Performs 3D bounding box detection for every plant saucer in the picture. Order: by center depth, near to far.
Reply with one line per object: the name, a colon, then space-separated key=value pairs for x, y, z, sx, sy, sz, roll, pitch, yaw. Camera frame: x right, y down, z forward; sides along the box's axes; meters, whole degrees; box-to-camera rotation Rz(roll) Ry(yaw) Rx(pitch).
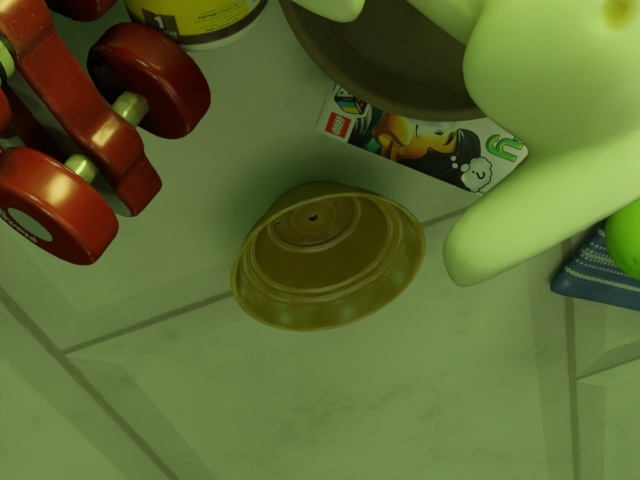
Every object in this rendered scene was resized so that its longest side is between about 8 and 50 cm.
plant saucer: x=0.097 y=-0.229 z=0.609 sx=0.278 sy=0.041 sz=0.278 roll=5 pitch=117 yaw=11

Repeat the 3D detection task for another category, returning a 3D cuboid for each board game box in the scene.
board game box: x=0.135 y=-0.197 z=0.672 sx=0.193 sy=0.053 sz=0.305 roll=21 pitch=119 yaw=0

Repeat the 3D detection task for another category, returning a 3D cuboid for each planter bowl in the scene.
planter bowl: x=0.000 y=0.000 z=0.893 sx=0.217 sy=0.090 sz=0.217 roll=-10 pitch=136 yaw=-9

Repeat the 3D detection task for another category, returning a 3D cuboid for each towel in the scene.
towel: x=0.489 y=-0.028 z=1.072 sx=0.243 sy=0.040 sz=0.336 roll=12 pitch=128 yaw=-25

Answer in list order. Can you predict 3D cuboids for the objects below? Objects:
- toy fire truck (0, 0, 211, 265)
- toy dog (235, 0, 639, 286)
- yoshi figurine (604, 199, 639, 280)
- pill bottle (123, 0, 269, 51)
toy fire truck: x=-0.252 y=-0.128 z=0.596 sx=0.254 sy=0.169 sz=0.302 roll=14 pitch=152 yaw=33
toy dog: x=0.094 y=-0.239 z=0.408 sx=0.408 sy=0.284 sz=0.395 roll=51 pitch=140 yaw=-3
yoshi figurine: x=0.461 y=-0.018 z=0.920 sx=0.362 sy=0.203 sz=0.203 roll=10 pitch=135 yaw=-19
pill bottle: x=-0.104 y=-0.247 z=0.562 sx=0.117 sy=0.117 sz=0.215 roll=-13 pitch=147 yaw=-5
